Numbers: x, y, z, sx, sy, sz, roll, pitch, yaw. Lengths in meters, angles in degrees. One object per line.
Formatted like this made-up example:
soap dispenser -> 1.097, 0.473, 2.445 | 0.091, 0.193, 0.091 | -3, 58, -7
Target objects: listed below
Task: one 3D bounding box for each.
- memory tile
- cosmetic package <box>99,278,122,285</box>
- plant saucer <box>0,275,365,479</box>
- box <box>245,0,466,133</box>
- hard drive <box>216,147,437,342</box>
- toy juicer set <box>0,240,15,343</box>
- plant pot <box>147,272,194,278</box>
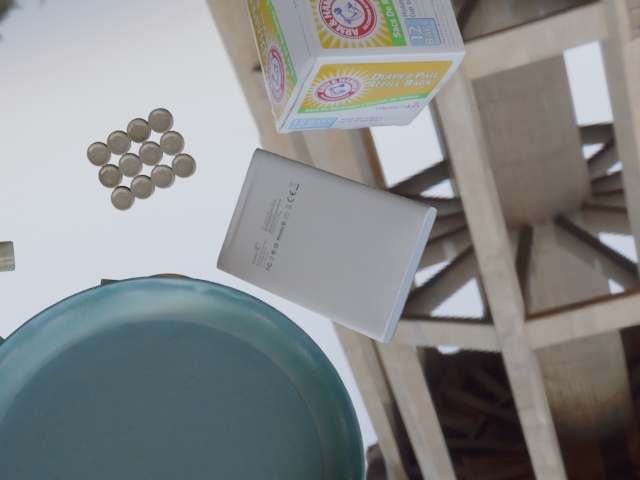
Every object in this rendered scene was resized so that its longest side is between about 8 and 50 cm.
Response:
memory tile -> -0.265, -0.120, 1.204 | 0.148, 0.113, 0.012 | -26, -171, 13
cosmetic package -> -0.351, 0.113, 1.381 | 0.060, 0.115, 0.041 | 8, -127, -20
plant saucer -> -0.124, 0.174, 0.633 | 0.318, 0.043, 0.317 | 5, -124, -7
box -> 0.011, -0.191, 0.594 | 0.114, 0.203, 0.103 | -8, 162, -21
hard drive -> 0.000, 0.000, 1.216 | 0.307, 0.203, 0.040 | 21, -175, 28
toy juicer set -> -0.297, 0.118, 0.721 | 0.209, 0.329, 0.089 | -27, -176, -24
plant pot -> -0.223, 0.174, 1.268 | 0.205, 0.205, 0.188 | -21, 162, -2
